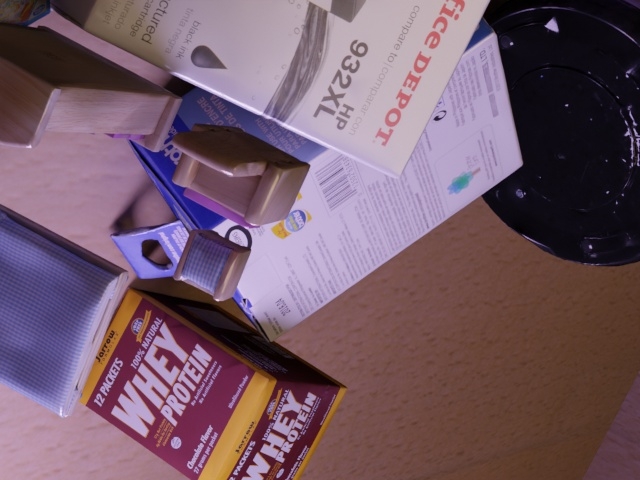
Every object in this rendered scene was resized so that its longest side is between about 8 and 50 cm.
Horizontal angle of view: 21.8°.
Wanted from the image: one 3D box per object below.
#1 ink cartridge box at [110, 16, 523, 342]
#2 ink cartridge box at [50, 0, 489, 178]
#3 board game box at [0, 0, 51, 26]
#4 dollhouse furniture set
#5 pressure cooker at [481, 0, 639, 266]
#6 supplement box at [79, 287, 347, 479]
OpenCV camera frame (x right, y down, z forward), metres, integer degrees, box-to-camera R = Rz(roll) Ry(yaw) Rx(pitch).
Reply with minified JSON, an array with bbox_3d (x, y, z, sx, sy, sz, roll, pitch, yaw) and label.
[{"bbox_3d":[-0.010,-0.071,1.627,0.395,0.151,0.270,-37,152,-6],"label":"ink cartridge box"},{"bbox_3d":[-0.029,-0.216,1.352,0.307,0.129,0.223,24,96,-28],"label":"ink cartridge box"},{"bbox_3d":[-0.267,-0.186,1.244,0.154,0.026,0.103,-38,148,-38],"label":"board game box"},{"bbox_3d":[-0.218,0.019,1.227,0.303,0.286,0.198,-66,162,12],"label":"dollhouse furniture set"},{"bbox_3d":[0.415,-0.206,2.109,0.370,0.375,0.420,-28,-176,46],"label":"pressure cooker"},{"bbox_3d":[-0.112,0.158,1.722,0.129,0.191,0.194,-62,155,5],"label":"supplement box"}]
